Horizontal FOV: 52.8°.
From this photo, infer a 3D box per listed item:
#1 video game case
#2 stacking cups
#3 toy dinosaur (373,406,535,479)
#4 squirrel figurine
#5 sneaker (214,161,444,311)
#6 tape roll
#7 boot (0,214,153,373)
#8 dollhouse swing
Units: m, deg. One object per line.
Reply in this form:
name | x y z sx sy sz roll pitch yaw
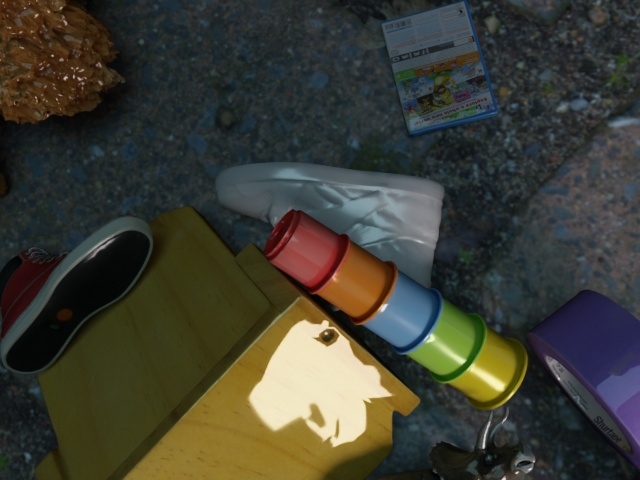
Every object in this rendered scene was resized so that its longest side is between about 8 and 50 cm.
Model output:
video game case | 0.157 -0.231 0.863 0.119 0.015 0.166 -13 79 5
stacking cups | 0.084 0.069 0.716 0.316 0.096 0.096 35 87 -15
toy dinosaur | 0.100 0.325 0.727 0.314 0.121 0.160 -23 71 -3
squirrel figurine | -0.477 -0.237 0.834 0.397 0.281 0.370 -6 86 10
sneaker | 0.000 0.000 0.800 0.293 0.108 0.169 5 78 8
tape roll | 0.314 0.149 0.686 0.080 0.189 0.189 -38 77 1
boot | -0.326 0.027 0.827 0.244 0.088 0.176 -44 45 7
dollhouse swing | -0.141 0.182 0.814 0.347 0.305 0.315 -47 119 -2
